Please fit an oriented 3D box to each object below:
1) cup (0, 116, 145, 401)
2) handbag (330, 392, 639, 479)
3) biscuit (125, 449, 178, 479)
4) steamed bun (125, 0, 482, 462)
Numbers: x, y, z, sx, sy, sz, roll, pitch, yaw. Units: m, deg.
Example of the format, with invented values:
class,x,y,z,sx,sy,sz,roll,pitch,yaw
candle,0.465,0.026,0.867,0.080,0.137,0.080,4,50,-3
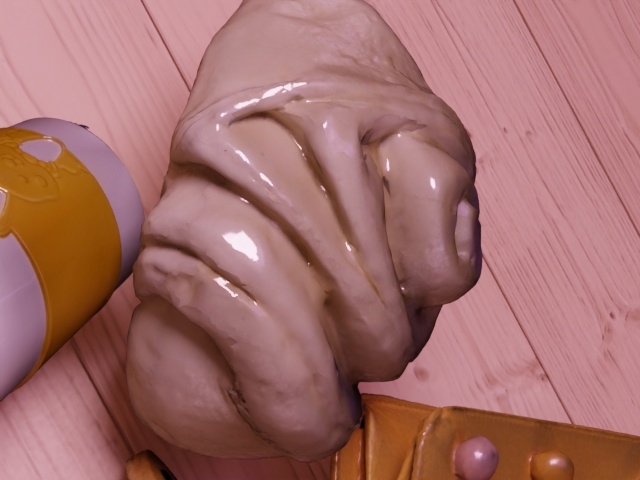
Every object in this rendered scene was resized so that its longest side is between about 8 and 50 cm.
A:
class,x,y,z,sx,sy,sz,roll,pitch,yaw
cup,-0.264,0.002,1.365,0.241,0.185,0.226,33,36,14
handbag,0.164,0.288,1.606,0.401,0.133,0.283,16,77,-48
biscuit,-0.077,0.254,1.431,0.240,0.035,0.158,59,1,23
steamed bun,0.000,0.000,1.467,0.247,0.339,0.352,15,37,1
